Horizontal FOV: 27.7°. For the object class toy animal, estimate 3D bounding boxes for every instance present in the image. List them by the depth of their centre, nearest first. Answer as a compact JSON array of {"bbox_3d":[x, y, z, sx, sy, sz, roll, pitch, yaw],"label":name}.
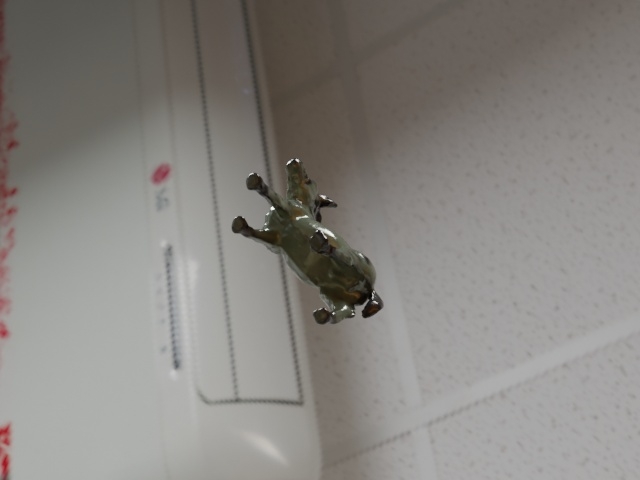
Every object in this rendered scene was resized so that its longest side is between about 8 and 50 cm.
[{"bbox_3d":[-0.004,0.004,1.258,0.073,0.176,0.217,-51,-121,14],"label":"toy animal"}]
